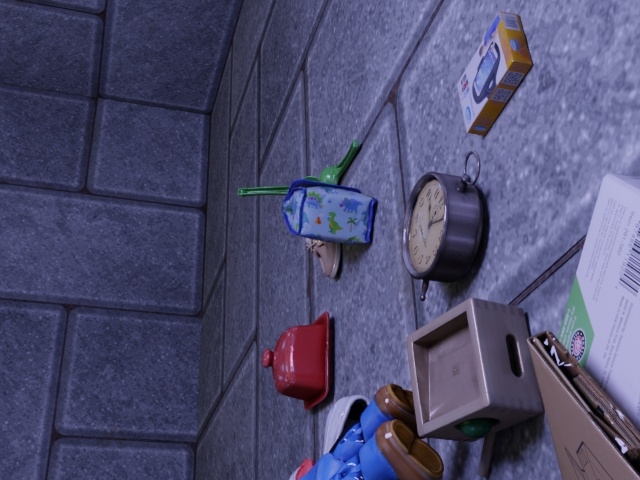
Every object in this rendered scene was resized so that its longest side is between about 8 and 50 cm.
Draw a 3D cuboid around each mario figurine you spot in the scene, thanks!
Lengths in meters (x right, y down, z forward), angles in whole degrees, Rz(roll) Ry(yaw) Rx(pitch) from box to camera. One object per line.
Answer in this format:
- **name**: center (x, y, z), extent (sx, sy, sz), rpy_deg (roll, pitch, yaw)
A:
- **mario figurine**: center (0.020, 0.313, 0.927), extent (0.320, 0.198, 0.170), rpy_deg (-46, 70, 22)

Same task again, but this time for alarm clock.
- **alarm clock**: center (0.152, -0.028, 0.974), extent (0.192, 0.064, 0.129), rpy_deg (109, 161, -44)

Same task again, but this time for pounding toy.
- **pounding toy**: center (0.161, 0.154, 0.840), extent (0.130, 0.100, 0.141), rpy_deg (-41, 45, 47)

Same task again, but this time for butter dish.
- **butter dish**: center (-0.049, 0.219, 1.499), extent (0.160, 0.118, 0.160), rpy_deg (129, 144, -62)

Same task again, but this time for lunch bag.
- **lunch bag**: center (0.010, -0.048, 1.381), extent (0.151, 0.128, 0.096), rpy_deg (-165, 83, -77)

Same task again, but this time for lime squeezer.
- **lime squeezer**: center (-0.013, -0.123, 1.575), extent (0.310, 0.110, 0.059), rpy_deg (-18, 44, 40)

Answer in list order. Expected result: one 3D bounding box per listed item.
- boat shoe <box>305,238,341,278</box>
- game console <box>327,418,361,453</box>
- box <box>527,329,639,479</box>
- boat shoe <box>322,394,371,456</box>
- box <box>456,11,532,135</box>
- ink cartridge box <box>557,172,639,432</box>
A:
- **boat shoe**: center (0.000, 0.000, 1.529), extent (0.170, 0.059, 0.063), rpy_deg (-98, 21, -43)
- **game console**: center (0.018, 0.434, 0.969), extent (0.342, 0.060, 0.386), rpy_deg (-55, 22, 16)
- **box**: center (0.203, 0.180, 0.554), extent (0.164, 0.021, 0.201), rpy_deg (-119, 6, -57)
- **boat shoe**: center (0.038, 0.348, 1.171), extent (0.084, 0.095, 0.258), rpy_deg (122, 150, -66)
- **box**: center (0.196, -0.187, 0.956), extent (0.136, 0.028, 0.081), rpy_deg (119, 153, -51)
- **ink cartridge box**: center (0.249, 0.067, 0.515), extent (0.219, 0.092, 0.160), rpy_deg (-121, 38, -65)
